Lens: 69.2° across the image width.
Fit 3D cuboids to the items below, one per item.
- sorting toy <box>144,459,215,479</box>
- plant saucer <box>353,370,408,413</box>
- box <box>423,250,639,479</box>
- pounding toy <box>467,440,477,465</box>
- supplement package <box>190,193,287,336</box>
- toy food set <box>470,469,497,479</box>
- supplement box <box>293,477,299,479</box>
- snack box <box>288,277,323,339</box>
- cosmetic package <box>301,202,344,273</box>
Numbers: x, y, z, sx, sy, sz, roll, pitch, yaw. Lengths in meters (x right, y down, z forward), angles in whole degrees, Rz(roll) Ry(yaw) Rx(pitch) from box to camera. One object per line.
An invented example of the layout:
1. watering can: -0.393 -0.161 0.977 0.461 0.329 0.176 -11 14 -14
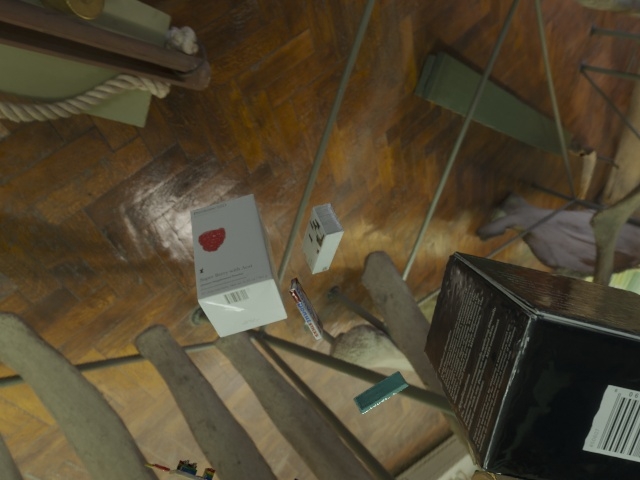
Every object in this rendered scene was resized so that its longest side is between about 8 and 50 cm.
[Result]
1. sorting toy: -0.387 0.701 1.405 0.132 0.275 0.046 -47 -159 54
2. plant saucer: 0.208 0.525 1.615 0.192 0.067 0.018 -30 133 -5
3. box: 0.518 0.247 0.949 0.472 0.480 0.297 -82 -175 -78
4. pounding toy: 0.475 0.545 1.300 0.181 0.206 0.094 -55 167 -7
5. supplement package: -0.209 0.056 1.167 0.178 0.293 0.175 -16 139 -3
6. toy food set: 0.421 0.632 1.190 0.020 0.083 0.082 3 154 -37
7. supplement box: -0.028 0.870 1.477 0.114 0.111 0.220 -53 133 -23
8. snack box: -0.040 0.194 1.322 0.022 0.064 0.178 -22 112 13
9. cosmetic package: 0.000 0.000 1.348 0.061 0.098 0.239 -14 154 -18
